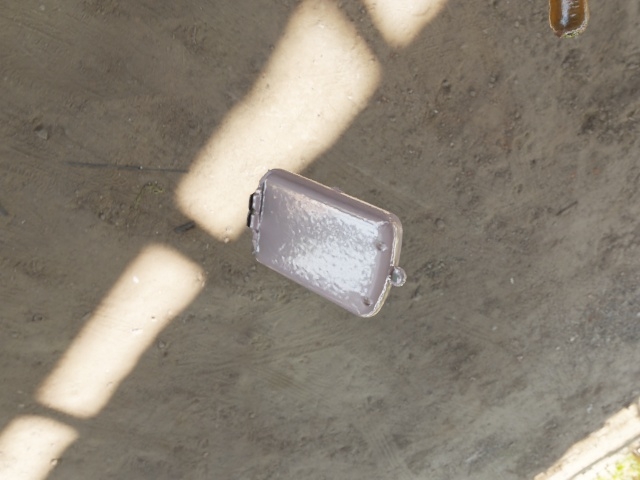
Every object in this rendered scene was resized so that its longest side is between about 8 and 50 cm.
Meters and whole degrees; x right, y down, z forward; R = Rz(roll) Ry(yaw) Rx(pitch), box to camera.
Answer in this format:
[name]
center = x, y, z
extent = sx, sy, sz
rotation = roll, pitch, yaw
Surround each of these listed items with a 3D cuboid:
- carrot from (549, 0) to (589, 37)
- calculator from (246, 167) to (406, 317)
[carrot]
center = 0.212, -0.222, 0.403
extent = 0.032, 0.032, 0.093
rotation = -10, 97, -13
[calculator]
center = 0.000, 0.000, 0.424
extent = 0.032, 0.175, 0.100
rotation = -24, 133, -50
